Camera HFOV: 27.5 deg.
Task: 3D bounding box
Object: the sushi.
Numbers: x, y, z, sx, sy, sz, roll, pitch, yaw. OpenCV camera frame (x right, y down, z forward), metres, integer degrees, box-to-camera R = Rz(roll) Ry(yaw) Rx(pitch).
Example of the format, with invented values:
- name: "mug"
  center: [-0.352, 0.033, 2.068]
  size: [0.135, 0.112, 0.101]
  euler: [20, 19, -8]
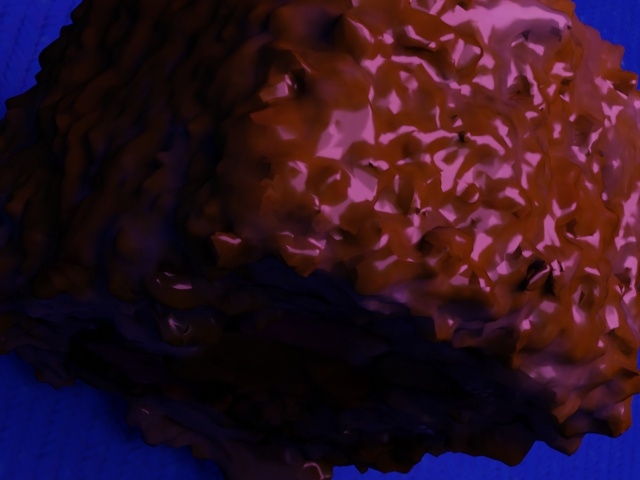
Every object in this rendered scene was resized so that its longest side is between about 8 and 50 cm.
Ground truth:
- name: "sushi"
  center: [0.000, 0.000, 0.769]
  size: [0.351, 0.396, 0.240]
  euler: [32, 58, -36]
